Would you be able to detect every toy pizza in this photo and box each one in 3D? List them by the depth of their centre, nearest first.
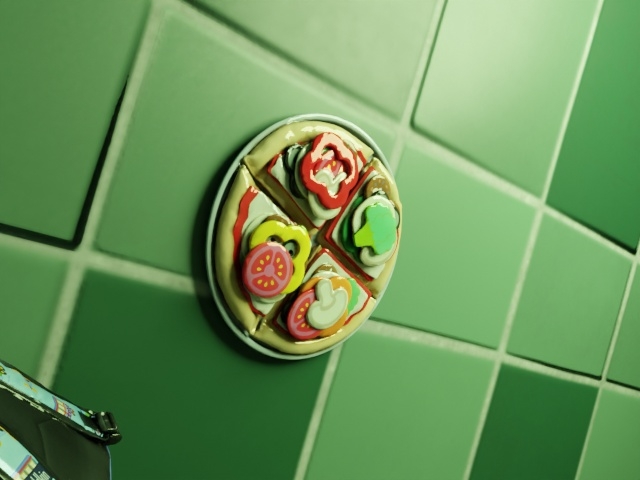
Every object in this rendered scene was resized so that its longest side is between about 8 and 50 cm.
[{"bbox_3d":[0.000,0.000,0.552,0.201,0.032,0.201,-9,104,-39],"label":"toy pizza"}]

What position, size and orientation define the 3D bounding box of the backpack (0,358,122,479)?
[{"bbox_3d":[-0.194,0.120,0.337,0.117,0.158,0.173,-47,113,-1],"label":"backpack"}]
